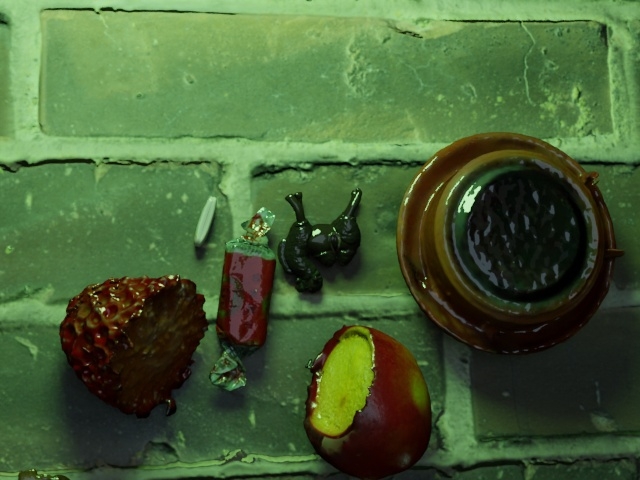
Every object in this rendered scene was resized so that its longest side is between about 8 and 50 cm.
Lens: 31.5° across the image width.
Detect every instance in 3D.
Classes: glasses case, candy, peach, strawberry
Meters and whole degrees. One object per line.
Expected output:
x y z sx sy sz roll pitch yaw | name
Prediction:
-0.180 -0.029 1.775 0.021 0.032 0.083 18 79 -4 | glasses case
-0.117 0.087 1.753 0.086 0.059 0.292 8 80 -10 | candy
0.065 0.239 1.695 0.196 0.190 0.226 -21 92 -4 | peach
-0.288 0.137 1.679 0.178 0.234 0.233 22 75 26 | strawberry

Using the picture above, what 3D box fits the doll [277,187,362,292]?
0.000 0.000 1.792 0.139 0.057 0.165 -1 90 -12 | doll

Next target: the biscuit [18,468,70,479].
-0.419 0.402 1.667 0.120 0.019 0.129 -13 84 -12 | biscuit

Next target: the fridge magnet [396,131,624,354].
0.299 0.000 1.792 0.364 0.155 0.363 2 80 -9 | fridge magnet
